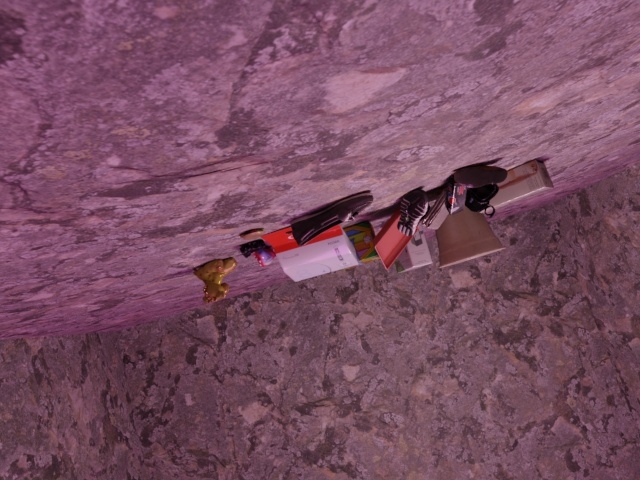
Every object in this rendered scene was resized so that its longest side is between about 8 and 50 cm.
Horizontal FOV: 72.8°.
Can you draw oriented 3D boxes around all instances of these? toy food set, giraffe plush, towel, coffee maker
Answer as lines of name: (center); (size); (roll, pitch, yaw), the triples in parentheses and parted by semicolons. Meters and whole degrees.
toy food set: (-0.243, -0.022, 1.572); (0.082, 0.020, 0.083); (-9, 167, -42)
giraffe plush: (-0.466, 0.185, 1.934); (0.210, 0.171, 0.181); (-12, 170, -28)
towel: (0.520, -0.133, 1.884); (0.187, 0.049, 0.282); (-57, 160, 12)
coffee maker: (0.660, -0.185, 1.773); (0.171, 0.120, 0.178); (26, 178, 11)

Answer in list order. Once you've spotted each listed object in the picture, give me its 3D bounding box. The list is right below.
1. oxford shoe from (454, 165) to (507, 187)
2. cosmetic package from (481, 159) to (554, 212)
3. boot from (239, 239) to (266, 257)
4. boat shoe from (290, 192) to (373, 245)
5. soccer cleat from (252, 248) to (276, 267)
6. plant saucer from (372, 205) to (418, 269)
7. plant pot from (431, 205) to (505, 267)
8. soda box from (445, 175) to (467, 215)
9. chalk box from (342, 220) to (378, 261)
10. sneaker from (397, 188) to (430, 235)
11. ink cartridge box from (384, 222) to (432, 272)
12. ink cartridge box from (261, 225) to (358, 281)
oxford shoe: (0.576, -0.241, 1.603); (0.212, 0.076, 0.076); (-3, -153, -17)
cosmetic package: (0.836, -0.233, 1.908); (0.296, 0.129, 0.153); (-25, 169, 38)
boot: (-0.273, 0.031, 1.780); (0.099, 0.045, 0.121); (-22, 173, -3)
boat shoe: (0.047, -0.072, 1.555); (0.334, 0.096, 0.112); (-20, 170, 23)
soccer cleat: (-0.247, 0.062, 1.932); (0.095, 0.083, 0.248); (-36, 172, -9)
plant saucer: (0.334, -0.024, 1.962); (0.258, 0.047, 0.259); (-51, 147, -9)
plant pot: (0.707, -0.055, 2.174); (0.333, 0.306, 0.334); (-16, 171, -3)
soda box: (0.526, -0.177, 1.686); (0.060, 0.053, 0.169); (-17, 140, -3)
chalk box: (0.133, 0.040, 2.116); (0.288, 0.179, 0.180); (-19, 170, 12)
sneaker: (0.407, -0.152, 1.805); (0.162, 0.106, 0.281); (-46, 164, -27)
ink cartridge box: (0.437, 0.009, 2.186); (0.114, 0.273, 0.198); (-11, 170, -15)
ink cartridge box: (-0.033, 0.045, 1.809); (0.307, 0.091, 0.385); (-15, 156, 12)
